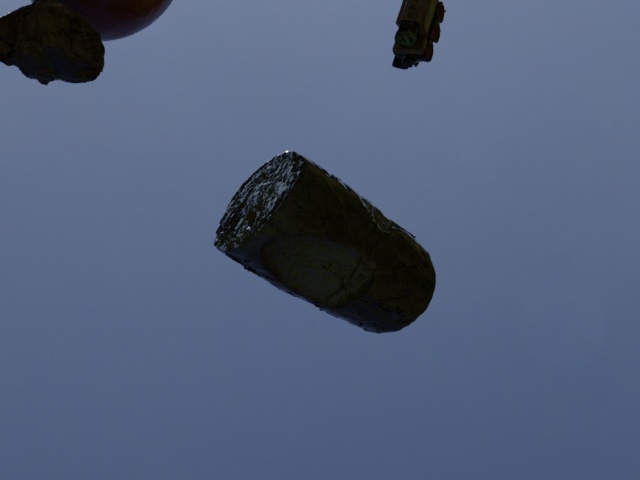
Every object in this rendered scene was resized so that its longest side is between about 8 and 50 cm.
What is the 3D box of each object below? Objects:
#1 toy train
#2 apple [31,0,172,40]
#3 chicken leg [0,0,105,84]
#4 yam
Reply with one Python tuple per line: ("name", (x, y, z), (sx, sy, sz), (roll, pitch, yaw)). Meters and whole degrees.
("toy train", (0.132, -0.313, 1.919), (0.053, 0.085, 0.250), (8, -121, 20))
("apple", (-0.270, -0.370, 1.932), (0.206, 0.272, 0.251), (-21, -140, -10))
("chicken leg", (-0.323, -0.209, 1.680), (0.197, 0.085, 0.069), (3, -133, -1))
("yam", (0.000, 0.000, 1.787), (0.254, 0.154, 0.154), (30, -141, -39))
